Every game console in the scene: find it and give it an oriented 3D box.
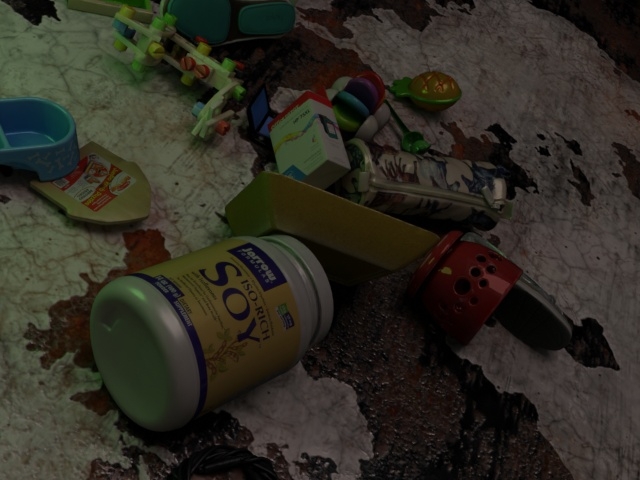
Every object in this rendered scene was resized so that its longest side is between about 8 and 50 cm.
[{"bbox_3d":[-0.110,-0.270,1.865,0.107,0.071,0.122,29,43,-5],"label":"game console"}]

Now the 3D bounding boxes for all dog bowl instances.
[{"bbox_3d":[-0.564,-0.177,1.476,0.297,0.074,0.166,-11,53,-34],"label":"dog bowl"}]

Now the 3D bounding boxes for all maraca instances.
[{"bbox_3d":[0.275,-0.391,2.203,0.185,0.099,0.127,10,35,12],"label":"maraca"}]

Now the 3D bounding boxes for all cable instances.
[{"bbox_3d":[-0.137,0.373,1.274,0.184,0.047,0.150,27,42,-7],"label":"cable"}]

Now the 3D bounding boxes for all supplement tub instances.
[{"bbox_3d":[-0.164,0.130,1.336,0.331,0.241,0.241,-22,65,-42],"label":"supplement tub"}]

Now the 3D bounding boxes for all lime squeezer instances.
[{"bbox_3d":[0.224,-0.244,2.011,0.059,0.110,0.310,-19,30,-2],"label":"lime squeezer"}]

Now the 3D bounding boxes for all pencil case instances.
[{"bbox_3d":[0.221,-0.117,1.851,0.410,0.183,0.160,6,93,-29],"label":"pencil case"}]

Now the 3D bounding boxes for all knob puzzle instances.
[{"bbox_3d":[-0.395,-0.087,1.542,0.213,0.030,0.213,13,43,-13],"label":"knob puzzle"}]

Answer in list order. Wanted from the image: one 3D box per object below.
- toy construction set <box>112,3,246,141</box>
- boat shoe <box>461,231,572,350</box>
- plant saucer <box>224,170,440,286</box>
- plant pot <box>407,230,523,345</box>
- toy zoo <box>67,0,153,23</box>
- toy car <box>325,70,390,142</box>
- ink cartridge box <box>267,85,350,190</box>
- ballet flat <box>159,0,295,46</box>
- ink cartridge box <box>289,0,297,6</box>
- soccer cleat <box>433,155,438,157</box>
[{"bbox_3d":[-0.279,-0.361,1.785,0.328,0.151,0.215,49,19,5],"label":"toy construction set"},{"bbox_3d":[0.412,0.103,1.817,0.320,0.118,0.103,39,46,16],"label":"boat shoe"},{"bbox_3d":[0.000,0.000,1.549,0.332,0.333,0.081,20,75,-14],"label":"plant saucer"},{"bbox_3d":[0.283,0.086,1.695,0.174,0.191,0.191,39,42,10],"label":"plant pot"},{"bbox_3d":[-0.505,-0.627,1.979,0.192,0.030,0.293,4,50,-29],"label":"toy zoo"},{"bbox_3d":[0.091,-0.329,1.996,0.159,0.136,0.182,38,42,4],"label":"toy car"},{"bbox_3d":[-0.032,-0.217,1.792,0.078,0.134,0.231,17,48,-44],"label":"ink cartridge box"},{"bbox_3d":[-0.238,-0.534,2.007,0.400,0.139,0.139,-13,59,-44],"label":"ballet flat"},{"bbox_3d":[-0.117,-0.718,2.154,0.168,0.233,0.171,14,46,-17],"label":"ink cartridge box"},{"bbox_3d":[0.278,-0.185,2.054,0.029,0.035,0.083,32,42,-2],"label":"soccer cleat"}]
